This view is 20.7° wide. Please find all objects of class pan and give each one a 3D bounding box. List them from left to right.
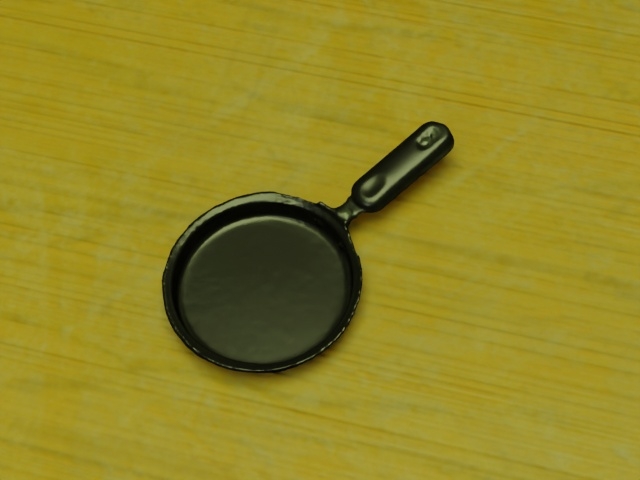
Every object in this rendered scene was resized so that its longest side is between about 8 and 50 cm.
[{"bbox_3d":[0.000,0.000,1.195,0.235,0.028,0.136,-38,65,-10],"label":"pan"}]
